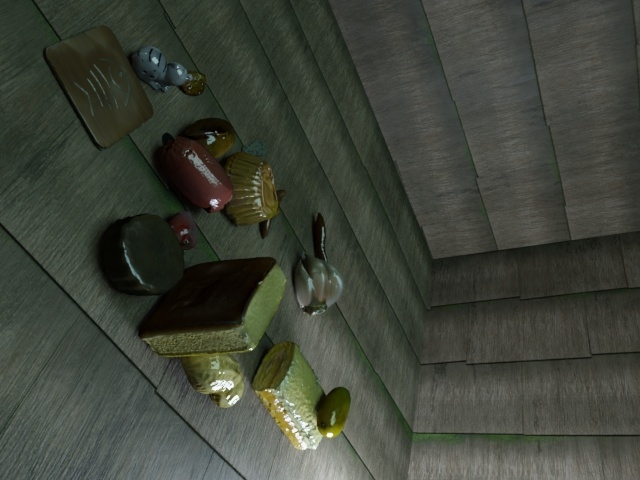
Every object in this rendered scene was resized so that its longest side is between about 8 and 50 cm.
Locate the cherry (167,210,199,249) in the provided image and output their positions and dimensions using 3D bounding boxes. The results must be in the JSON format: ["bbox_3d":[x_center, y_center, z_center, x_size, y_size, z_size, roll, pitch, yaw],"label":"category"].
[{"bbox_3d":[-0.417,-0.023,1.733,0.106,0.087,0.126,54,17,-32],"label":"cherry"}]

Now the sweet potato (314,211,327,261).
[{"bbox_3d":[-0.001,0.000,2.637,0.057,0.057,0.264,14,72,-63],"label":"sweet potato"}]

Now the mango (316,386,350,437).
[{"bbox_3d":[0.052,0.621,2.120,0.237,0.091,0.137,-63,148,-52],"label":"mango"}]

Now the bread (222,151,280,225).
[{"bbox_3d":[-0.251,-0.190,2.073,0.274,0.149,0.274,-6,90,-71],"label":"bread"}]

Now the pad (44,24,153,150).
[{"bbox_3d":[-0.592,-0.426,1.582,0.286,0.018,0.284,67,28,-26],"label":"pad"}]

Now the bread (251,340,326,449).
[{"bbox_3d":[-0.087,0.572,2.128,0.375,0.165,0.236,65,34,-31],"label":"bread"}]

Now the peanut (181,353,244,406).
[{"bbox_3d":[-0.315,0.402,1.733,0.305,0.147,0.147,61,30,-53],"label":"peanut"}]

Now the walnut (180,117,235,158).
[{"bbox_3d":[-0.365,-0.337,1.905,0.245,0.137,0.137,-42,119,-60],"label":"walnut"}]

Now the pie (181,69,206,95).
[{"bbox_3d":[-0.431,-0.535,1.947,0.191,0.033,0.088,-17,101,-65],"label":"pie"}]

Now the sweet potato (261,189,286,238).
[{"bbox_3d":[-0.193,-0.125,2.276,0.078,0.058,0.255,83,20,-50],"label":"sweet potato"}]

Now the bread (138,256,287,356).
[{"bbox_3d":[-0.296,0.185,1.640,0.323,0.333,0.143,-67,142,-55],"label":"bread"}]

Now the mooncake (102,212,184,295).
[{"bbox_3d":[-0.479,0.042,1.542,0.228,0.124,0.228,31,53,-52],"label":"mooncake"}]

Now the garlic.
[{"bbox_3d":[-0.020,0.187,2.472,0.238,0.210,0.291,9,74,-28],"label":"garlic"}]

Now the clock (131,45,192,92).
[{"bbox_3d":[-0.480,-0.521,1.737,0.176,0.117,0.080,32,53,-57],"label":"clock"}]

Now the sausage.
[{"bbox_3d":[-0.382,-0.201,1.795,0.279,0.152,0.152,53,36,-37],"label":"sausage"}]

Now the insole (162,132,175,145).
[{"bbox_3d":[-0.439,-0.258,1.864,0.232,0.003,0.080,52,37,-45],"label":"insole"}]

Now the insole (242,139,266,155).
[{"bbox_3d":[-0.260,-0.359,2.272,0.193,0.006,0.065,-38,116,-62],"label":"insole"}]
